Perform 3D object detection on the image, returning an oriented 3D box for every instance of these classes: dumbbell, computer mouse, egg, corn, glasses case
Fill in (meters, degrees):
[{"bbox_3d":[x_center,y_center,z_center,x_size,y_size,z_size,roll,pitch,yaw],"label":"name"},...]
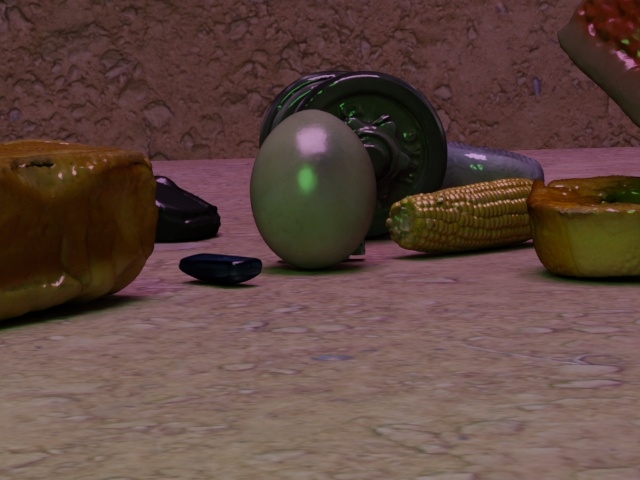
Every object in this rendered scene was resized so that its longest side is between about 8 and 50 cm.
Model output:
[{"bbox_3d":[0.030,-0.101,1.968,0.179,0.179,0.406,-2,7,-6],"label":"dumbbell"},{"bbox_3d":[-0.240,-0.044,1.924,0.270,0.086,0.137,1,6,9],"label":"computer mouse"},{"bbox_3d":[-0.007,-0.047,1.588,0.114,0.152,0.114,0,-30,0],"label":"egg"},{"bbox_3d":[0.150,-0.024,1.704,0.206,0.067,0.067,-7,8,-41],"label":"corn"},{"bbox_3d":[-0.085,0.025,1.490,0.033,0.023,0.083,-13,10,-41],"label":"glasses case"}]

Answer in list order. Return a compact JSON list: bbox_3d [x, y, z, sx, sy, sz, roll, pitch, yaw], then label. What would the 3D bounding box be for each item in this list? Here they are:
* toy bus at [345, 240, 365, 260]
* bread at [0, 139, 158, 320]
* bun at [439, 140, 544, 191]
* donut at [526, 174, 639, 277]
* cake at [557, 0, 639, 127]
[{"bbox_3d":[0.000,0.000,1.650,0.083,0.037,0.031,-1,6,1],"label":"toy bus"},{"bbox_3d":[-0.261,-0.009,1.330,0.167,0.132,0.294,3,6,31],"label":"bread"},{"bbox_3d":[0.193,-0.068,2.087,0.141,0.083,0.141,8,9,-1],"label":"bun"},{"bbox_3d":[0.261,-0.008,1.503,0.174,0.074,0.190,-1,10,-7],"label":"donut"},{"bbox_3d":[0.381,-0.153,1.464,0.230,0.237,0.309,27,17,-39],"label":"cake"}]
